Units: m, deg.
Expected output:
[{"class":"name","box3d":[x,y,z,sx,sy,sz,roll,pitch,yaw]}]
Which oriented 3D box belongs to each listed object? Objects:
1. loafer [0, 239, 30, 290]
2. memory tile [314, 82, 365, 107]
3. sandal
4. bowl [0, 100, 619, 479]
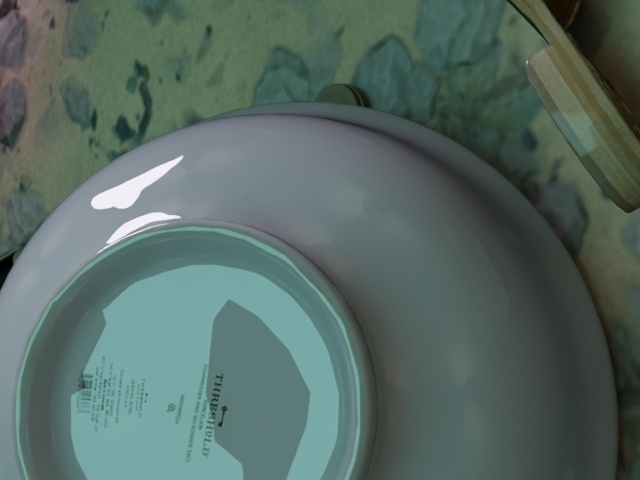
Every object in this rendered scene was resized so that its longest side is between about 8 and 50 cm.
[{"class":"loafer","box3d":[-0.202,0.022,0.877,0.125,0.039,0.045,-22,71,45]},{"class":"memory tile","box3d":[0.000,0.000,0.680,0.113,0.012,0.148,-32,65,42]},{"class":"sandal","box3d":[0.101,-0.130,0.545,0.079,0.088,0.240,-35,67,18]},{"class":"bowl","box3d":[-0.031,0.070,0.524,0.298,0.134,0.298,-3,80,15]}]
